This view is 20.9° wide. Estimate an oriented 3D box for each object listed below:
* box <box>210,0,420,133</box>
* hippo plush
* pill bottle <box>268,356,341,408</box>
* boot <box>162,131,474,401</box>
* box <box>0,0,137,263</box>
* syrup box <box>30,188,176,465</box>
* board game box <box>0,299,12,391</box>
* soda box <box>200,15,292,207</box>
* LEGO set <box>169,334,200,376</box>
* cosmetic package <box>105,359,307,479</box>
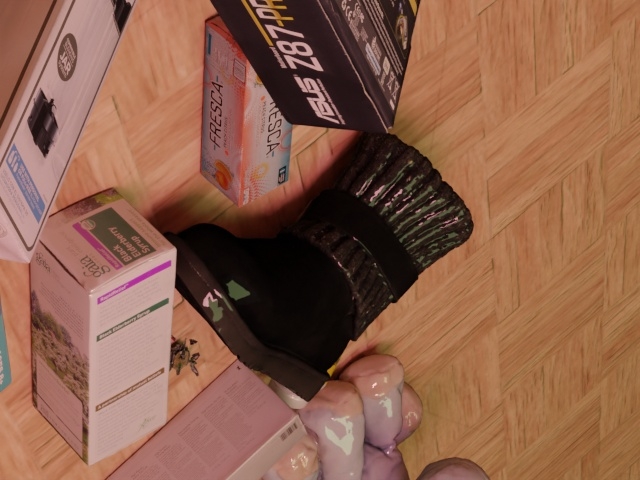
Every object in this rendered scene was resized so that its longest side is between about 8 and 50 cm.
[{"bbox_3d":[-0.005,-0.301,1.176,0.395,0.097,0.318,53,47,-61],"label":"box"},{"bbox_3d":[0.061,0.302,1.990,0.294,0.236,0.234,-54,151,10],"label":"hippo plush"},{"bbox_3d":[-0.012,0.121,1.853,0.065,0.065,0.116,-5,130,-51],"label":"pill bottle"},{"bbox_3d":[-0.002,-0.002,1.654,0.260,0.131,0.348,-46,156,0],"label":"boot"},{"bbox_3d":[-0.209,-0.140,1.046,0.087,0.169,0.290,72,30,-57],"label":"box"},{"bbox_3d":[-0.193,0.079,1.530,0.096,0.093,0.237,-28,145,-32],"label":"syrup box"},{"bbox_3d":[-0.358,0.081,1.188,0.336,0.079,0.254,-44,144,-44],"label":"board game box"},{"bbox_3d":[-0.063,-0.119,1.508,0.063,0.058,0.183,-30,147,-30],"label":"soda box"},{"bbox_3d":[-0.148,0.111,1.710,0.054,0.023,0.083,-40,137,-19],"label":"LEGO set"},{"bbox_3d":[-0.135,0.242,1.800,0.239,0.099,0.060,-42,153,-11],"label":"cosmetic package"}]
